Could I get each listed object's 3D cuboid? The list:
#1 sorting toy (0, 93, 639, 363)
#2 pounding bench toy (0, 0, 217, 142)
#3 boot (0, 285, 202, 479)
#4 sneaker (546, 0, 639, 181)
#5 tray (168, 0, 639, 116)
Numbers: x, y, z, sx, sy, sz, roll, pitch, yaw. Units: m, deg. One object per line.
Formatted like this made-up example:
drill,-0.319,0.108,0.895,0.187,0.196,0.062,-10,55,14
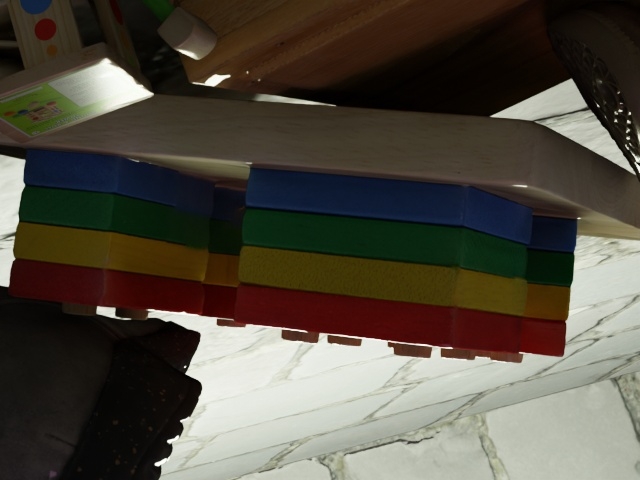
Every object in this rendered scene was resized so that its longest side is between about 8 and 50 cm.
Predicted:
sorting toy,0.000,0.000,0.782,0.257,0.089,0.255,5,177,23
pounding bench toy,-0.082,-0.081,0.605,0.083,0.065,0.052,-19,167,9
boot,-0.175,0.045,0.831,0.223,0.118,0.338,26,171,-5
sneaker,0.133,-0.066,0.665,0.071,0.066,0.188,-35,170,7
tray,0.162,-0.152,0.602,0.411,0.076,0.203,-23,166,31
